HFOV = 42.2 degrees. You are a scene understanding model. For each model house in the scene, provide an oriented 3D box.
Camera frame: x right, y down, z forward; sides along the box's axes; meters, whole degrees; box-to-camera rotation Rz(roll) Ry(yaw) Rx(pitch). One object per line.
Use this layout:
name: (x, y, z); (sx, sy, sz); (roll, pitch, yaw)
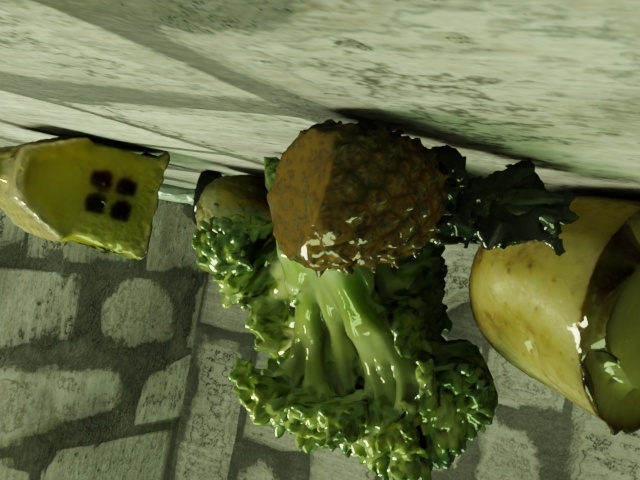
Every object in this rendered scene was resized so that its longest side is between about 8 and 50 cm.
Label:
model house: (-0.365, -0.083, 1.203); (0.234, 0.175, 0.193); (22, 173, -34)

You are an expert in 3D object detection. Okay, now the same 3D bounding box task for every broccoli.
broccoli: (0.020, 0.072, 0.918); (0.277, 0.317, 0.338); (-18, -154, 10)

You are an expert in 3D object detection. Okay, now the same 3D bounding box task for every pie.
pie: (-0.048, -0.012, 1.291); (0.337, 0.075, 0.337); (23, -152, -13)

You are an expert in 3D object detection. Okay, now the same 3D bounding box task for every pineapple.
pineapple: (0.090, -0.026, 0.634); (0.251, 0.125, 0.125); (3, -177, -30)

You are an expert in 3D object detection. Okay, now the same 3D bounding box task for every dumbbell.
dumbbell: (-0.273, -0.086, 1.461); (0.191, 0.100, 0.100); (10, 180, 1)

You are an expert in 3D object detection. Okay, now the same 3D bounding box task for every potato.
potato: (0.262, 0.054, 0.827); (0.285, 0.242, 0.242); (-9, -167, -42)

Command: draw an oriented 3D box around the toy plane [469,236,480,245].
toy plane: (0.274, -0.008, 1.363); (0.078, 0.053, 0.197); (24, -179, -12)
